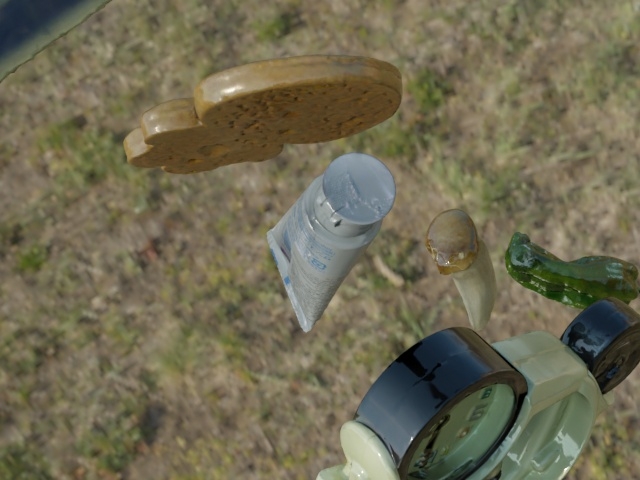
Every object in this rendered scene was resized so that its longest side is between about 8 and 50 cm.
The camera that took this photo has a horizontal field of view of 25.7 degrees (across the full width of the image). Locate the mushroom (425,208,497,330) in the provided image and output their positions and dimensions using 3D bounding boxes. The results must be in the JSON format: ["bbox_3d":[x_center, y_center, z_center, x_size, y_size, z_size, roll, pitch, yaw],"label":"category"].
[{"bbox_3d":[0.190,0.045,1.794,0.071,0.209,0.084,-23,52,5],"label":"mushroom"}]

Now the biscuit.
[{"bbox_3d":[-0.057,-0.119,1.316,0.288,0.202,0.044,-16,76,40],"label":"biscuit"}]

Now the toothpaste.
[{"bbox_3d":[0.000,0.000,1.318,0.073,0.299,0.114,-20,78,-18],"label":"toothpaste"}]

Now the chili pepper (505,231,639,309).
[{"bbox_3d":[0.313,0.044,1.622,0.204,0.072,0.073,13,83,2],"label":"chili pepper"}]

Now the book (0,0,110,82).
[{"bbox_3d":[-0.170,-0.086,0.317,0.322,0.228,0.018,-30,47,20],"label":"book"}]

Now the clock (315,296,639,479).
[{"bbox_3d":[0.165,0.191,1.411,0.379,0.276,0.120,-4,38,-43],"label":"clock"}]
